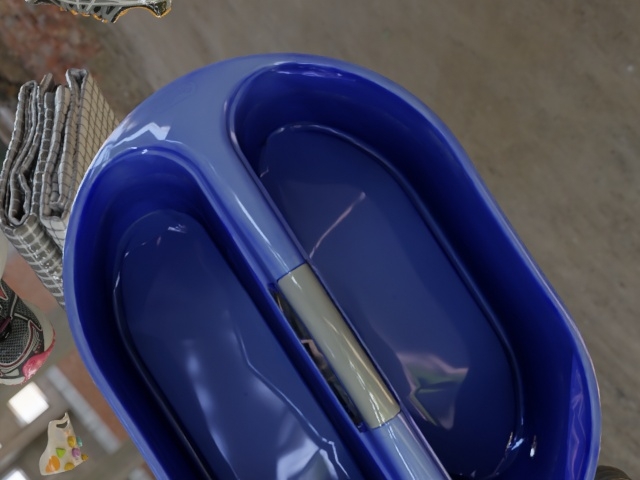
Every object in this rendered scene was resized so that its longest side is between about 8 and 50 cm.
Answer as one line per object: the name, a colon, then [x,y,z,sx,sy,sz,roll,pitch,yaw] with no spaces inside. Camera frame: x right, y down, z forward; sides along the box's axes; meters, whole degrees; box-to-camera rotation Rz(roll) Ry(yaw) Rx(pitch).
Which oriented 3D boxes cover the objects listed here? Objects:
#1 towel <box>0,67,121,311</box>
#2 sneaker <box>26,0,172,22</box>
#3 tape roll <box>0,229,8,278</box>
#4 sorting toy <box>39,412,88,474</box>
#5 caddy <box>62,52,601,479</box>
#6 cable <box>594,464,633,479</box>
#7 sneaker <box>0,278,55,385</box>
towel: [-0.327,-0.058,1.658,0.235,0.121,0.284,63,-162,-49]
sneaker: [-0.277,-0.307,1.536,0.214,0.084,0.083,-1,120,27]
tape roll: [-0.623,-0.006,1.691,0.392,0.392,0.072,47,157,19]
sorting toy: [-0.378,0.295,1.831,0.083,0.044,0.075,-29,-69,-69]
caddy: [0.006,0.060,0.715,0.341,0.241,0.179,57,175,2]
cable: [0.273,0.244,1.007,0.287,0.140,0.072,18,-162,-32]
sneaker: [-0.494,0.095,1.776,0.299,0.121,0.112,38,174,31]
